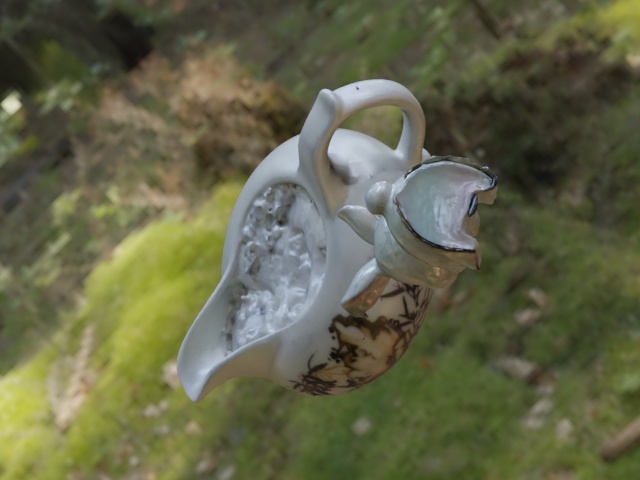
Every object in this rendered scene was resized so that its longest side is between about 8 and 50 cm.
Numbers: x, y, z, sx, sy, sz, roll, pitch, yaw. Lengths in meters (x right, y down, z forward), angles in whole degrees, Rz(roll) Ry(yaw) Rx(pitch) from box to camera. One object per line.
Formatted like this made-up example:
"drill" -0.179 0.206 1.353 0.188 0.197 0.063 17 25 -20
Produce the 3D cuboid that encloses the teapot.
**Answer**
"teapot" 0.000 0.000 1.477 0.208 0.166 0.300 -117 38 -50

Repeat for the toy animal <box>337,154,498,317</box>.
"toy animal" 0.061 -0.002 1.169 0.124 0.085 0.071 115 154 -71
